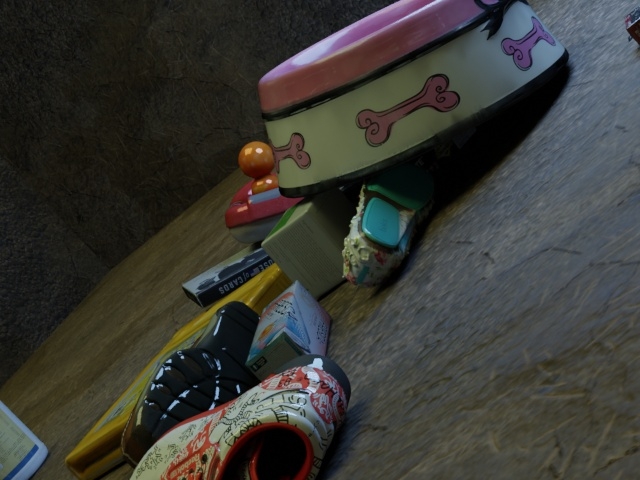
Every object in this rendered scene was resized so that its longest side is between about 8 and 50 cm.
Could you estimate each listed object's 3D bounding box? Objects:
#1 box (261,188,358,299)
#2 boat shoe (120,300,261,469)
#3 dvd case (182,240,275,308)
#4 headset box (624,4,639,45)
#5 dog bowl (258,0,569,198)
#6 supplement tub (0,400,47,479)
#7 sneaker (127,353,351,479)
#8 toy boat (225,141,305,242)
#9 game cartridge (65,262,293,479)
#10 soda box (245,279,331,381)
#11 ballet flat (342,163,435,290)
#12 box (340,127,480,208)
[{"bbox_3d":[0.000,0.000,1.690,0.087,0.102,0.101,-34,11,31],"label":"box"},{"bbox_3d":[-0.131,0.178,1.441,0.120,0.122,0.324,-44,0,23],"label":"boat shoe"},{"bbox_3d":[-0.124,0.044,2.105,0.179,0.030,0.238,-30,6,-8],"label":"dvd case"},{"bbox_3d":[0.371,-0.249,1.485,0.083,0.032,0.062,-40,9,21],"label":"headset box"},{"bbox_3d":[0.100,-0.213,1.720,0.407,0.150,0.408,-26,12,6],"label":"dog bowl"},{"bbox_3d":[-0.573,0.335,2.259,0.144,0.200,0.144,-41,9,8],"label":"supplement tub"},{"bbox_3d":[-0.094,0.209,1.183,0.270,0.090,0.145,-37,8,19],"label":"sneaker"},{"bbox_3d":[-0.088,-0.087,2.180,0.151,0.151,0.231,-17,5,1],"label":"toy boat"},{"bbox_3d":[-0.182,0.170,1.842,0.285,0.053,0.324,-35,13,40],"label":"game cartridge"},{"bbox_3d":[-0.032,0.107,1.464,0.058,0.063,0.183,-41,9,12],"label":"soda box"},{"bbox_3d":[0.071,-0.018,1.562,0.077,0.091,0.241,-64,-6,29],"label":"ballet flat"},{"bbox_3d":[0.094,-0.079,1.806,0.175,0.051,0.220,-47,11,-30],"label":"box"}]
